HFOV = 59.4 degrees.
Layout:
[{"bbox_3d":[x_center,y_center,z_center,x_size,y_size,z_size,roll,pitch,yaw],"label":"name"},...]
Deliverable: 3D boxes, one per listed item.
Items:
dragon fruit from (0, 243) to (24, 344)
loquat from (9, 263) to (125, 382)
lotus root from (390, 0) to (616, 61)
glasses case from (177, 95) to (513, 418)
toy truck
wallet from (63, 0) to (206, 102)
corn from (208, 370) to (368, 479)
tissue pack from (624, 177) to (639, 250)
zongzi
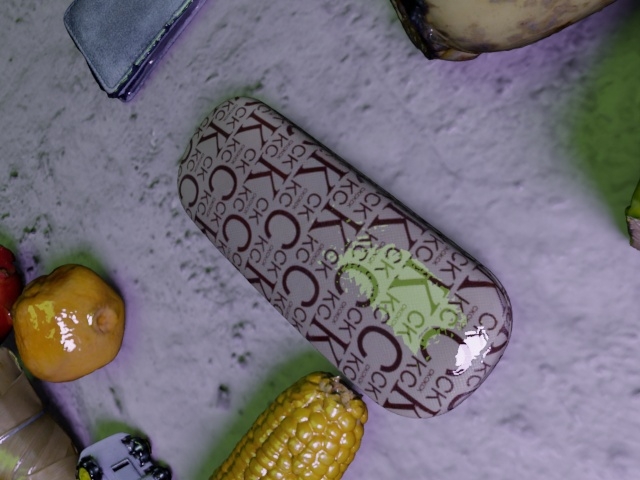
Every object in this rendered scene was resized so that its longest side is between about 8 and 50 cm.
[{"bbox_3d":[-0.454,0.111,0.678,0.125,0.125,0.246,-5,46,25],"label":"dragon fruit"},{"bbox_3d":[-0.285,0.093,0.630,0.137,0.113,0.137,14,115,31],"label":"loquat"},{"bbox_3d":[0.187,-0.250,0.393,0.309,0.173,0.173,-30,70,14],"label":"lotus root"},{"bbox_3d":[0.000,0.000,0.491,0.354,0.085,0.137,42,104,27],"label":"glasses case"},{"bbox_3d":[-0.204,0.265,0.581,0.111,0.076,0.077,43,121,25],"label":"toy truck"},{"bbox_3d":[-0.219,-0.295,0.686,0.222,0.036,0.167,-44,64,15],"label":"wallet"},{"bbox_3d":[-0.064,0.241,0.489,0.102,0.102,0.313,34,97,28],"label":"corn"},{"bbox_3d":[0.313,-0.094,0.284,0.200,0.167,0.275,24,94,29],"label":"tissue pack"},{"bbox_3d":[-0.367,0.281,0.666,0.256,0.115,0.228,44,119,3],"label":"zongzi"}]
